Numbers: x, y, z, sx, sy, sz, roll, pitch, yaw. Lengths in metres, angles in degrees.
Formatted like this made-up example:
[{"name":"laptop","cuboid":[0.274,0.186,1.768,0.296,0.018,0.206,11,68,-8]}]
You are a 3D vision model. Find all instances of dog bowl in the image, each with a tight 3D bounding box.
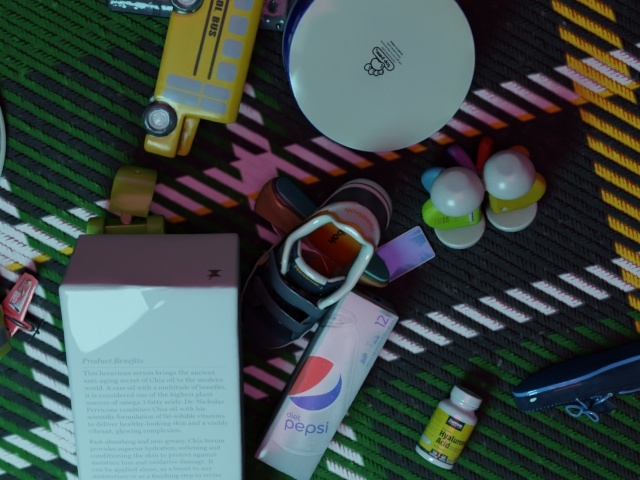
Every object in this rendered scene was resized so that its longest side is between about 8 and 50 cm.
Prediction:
[{"name":"dog bowl","cuboid":[0.080,-0.262,1.695,0.264,0.104,0.265,-2,114,-4]}]

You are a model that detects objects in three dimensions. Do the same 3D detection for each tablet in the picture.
[{"name":"tablet","cuboid":[0.124,0.020,1.816,0.083,0.006,0.054,-30,97,1]}]

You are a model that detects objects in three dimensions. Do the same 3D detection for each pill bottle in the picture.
[{"name":"pill bottle","cuboid":[0.196,0.278,1.820,0.065,0.065,0.116,26,95,-5]}]

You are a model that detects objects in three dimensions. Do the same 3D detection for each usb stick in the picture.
[{"name":"usb stick","cuboid":[-0.172,-0.351,1.741,0.277,0.045,0.077,7,99,-3]}]

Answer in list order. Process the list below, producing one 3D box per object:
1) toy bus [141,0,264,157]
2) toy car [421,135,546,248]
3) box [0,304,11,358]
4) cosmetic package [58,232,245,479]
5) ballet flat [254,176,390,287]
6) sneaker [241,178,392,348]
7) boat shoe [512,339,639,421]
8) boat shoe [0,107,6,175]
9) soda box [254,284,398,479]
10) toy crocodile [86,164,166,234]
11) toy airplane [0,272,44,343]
[{"name":"toy bus","cuboid":[-0.157,-0.279,1.688,0.130,0.108,0.333,13,110,-7]},{"name":"toy car","cuboid":[0.226,-0.083,1.750,0.181,0.159,0.136,-18,63,1]},{"name":"box","cuboid":[-0.576,0.145,1.768,0.232,0.058,0.087,-8,102,6]},{"name":"cosmetic package","cuboid":[-0.220,0.225,1.687,0.230,0.161,0.454,0,117,-2]},{"name":"ballet flat","cuboid":[0.000,0.000,1.787,0.232,0.080,0.073,42,122,-4]},{"name":"sneaker","cuboid":[-0.027,0.052,1.703,0.126,0.127,0.321,36,121,-2]},{"name":"boat shoe","cuboid":[0.418,0.221,1.801,0.258,0.109,0.089,-15,101,2]},{"name":"boat shoe","cuboid":[-0.539,-0.204,1.740,0.099,0.116,0.320,3,109,41]},{"name":"soda box","cuboid":[0.007,0.206,1.790,0.091,0.098,0.286,28,96,-5]},{"name":"toy crocodile","cuboid":[-0.272,0.061,1.769,0.115,0.105,0.341,-3,102,-2]},{"name":"toy airplane","cuboid":[-0.481,0.100,1.796,0.151,0.028,0.151,1,102,2]}]
